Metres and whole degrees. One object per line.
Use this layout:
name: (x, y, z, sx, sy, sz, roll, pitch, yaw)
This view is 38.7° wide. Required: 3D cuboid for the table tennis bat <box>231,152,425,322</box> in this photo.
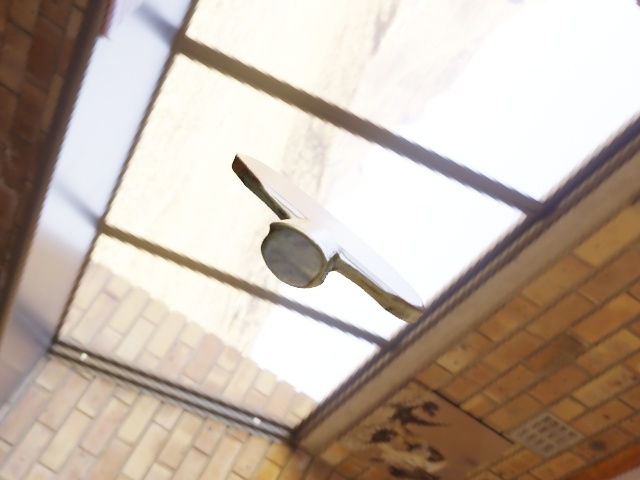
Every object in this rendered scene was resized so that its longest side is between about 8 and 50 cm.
table tennis bat: (0.000, 0.000, 0.484, 0.022, 0.138, 0.246, -50, 177, 6)
